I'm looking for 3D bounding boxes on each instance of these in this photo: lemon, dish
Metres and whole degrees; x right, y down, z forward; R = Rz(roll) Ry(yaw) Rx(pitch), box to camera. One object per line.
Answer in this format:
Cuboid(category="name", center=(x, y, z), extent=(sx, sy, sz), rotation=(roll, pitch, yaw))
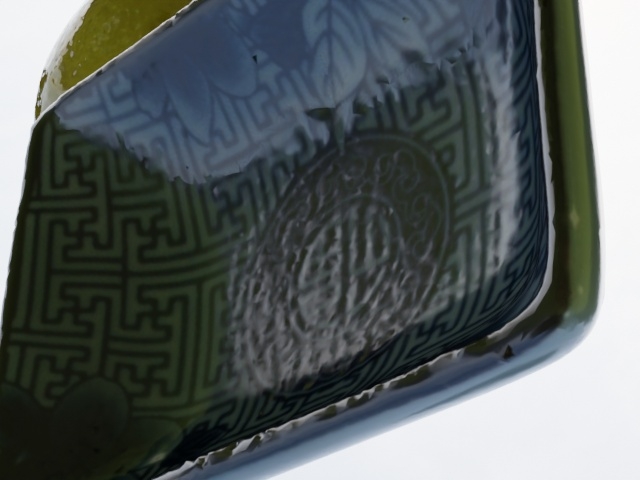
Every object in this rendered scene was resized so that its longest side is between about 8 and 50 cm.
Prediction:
Cuboid(category="lemon", center=(-0.133, -0.129, 1.442), extent=(0.236, 0.263, 0.236), rotation=(22, -139, -21))
Cuboid(category="dish", center=(0.000, 0.000, 0.487), extent=(0.080, 0.243, 0.181), rotation=(28, -130, -35))
